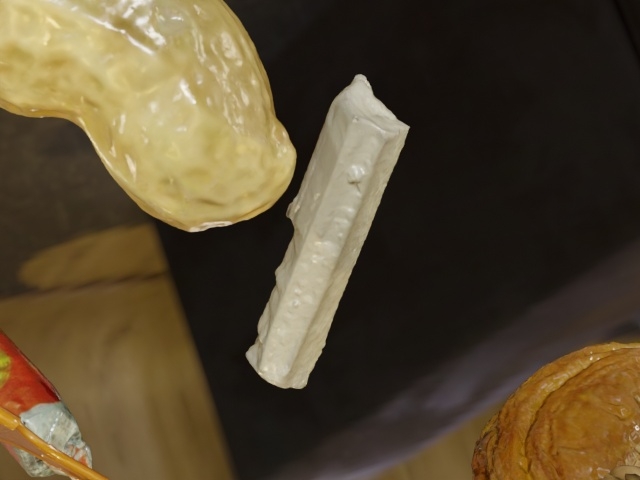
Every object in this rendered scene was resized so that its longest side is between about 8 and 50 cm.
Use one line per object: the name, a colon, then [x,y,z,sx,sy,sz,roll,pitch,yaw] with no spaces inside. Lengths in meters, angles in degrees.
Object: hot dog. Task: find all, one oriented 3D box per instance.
hot dog: [0.180,0.175,1.248,0.122,0.196,0.272,-7,-156,27]

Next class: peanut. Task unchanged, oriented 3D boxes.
peanut: [-0.143,-0.126,1.281,0.147,0.305,0.147,-54,-172,11]

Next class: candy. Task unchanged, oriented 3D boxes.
candy: [-0.269,0.132,1.683,0.059,0.292,0.086,-33,138,-19]

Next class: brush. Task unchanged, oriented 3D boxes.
brush: [-0.175,0.174,1.454,0.314,0.017,0.090,32,160,-17]

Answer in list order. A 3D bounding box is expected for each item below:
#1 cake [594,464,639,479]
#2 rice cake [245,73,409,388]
cake: [0.192,0.228,0.931,0.321,0.332,0.332,15,151,-22]
rice cake: [0.000,0.000,1.425,0.052,0.057,0.256,-11,135,-39]
